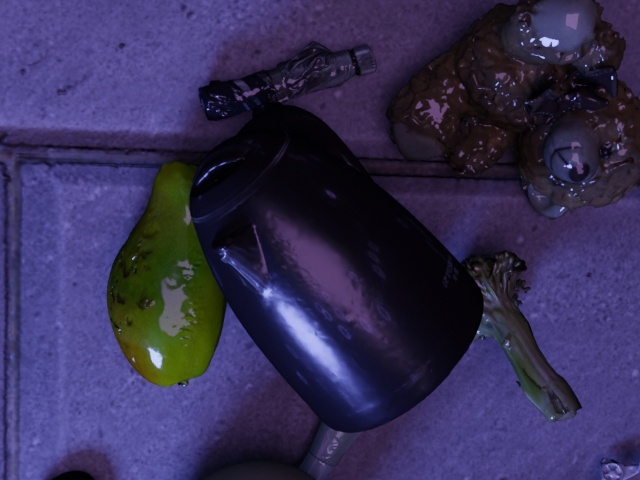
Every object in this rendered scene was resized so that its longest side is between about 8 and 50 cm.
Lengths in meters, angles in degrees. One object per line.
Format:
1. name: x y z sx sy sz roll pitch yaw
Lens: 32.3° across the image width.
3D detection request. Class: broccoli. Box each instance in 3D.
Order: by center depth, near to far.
1. broccoli: 0.204 0.107 1.181 0.118 0.122 0.204 -26 60 -9

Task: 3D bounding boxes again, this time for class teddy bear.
1. teddy bear: 0.236 -0.131 1.151 0.256 0.156 0.267 46 130 -15

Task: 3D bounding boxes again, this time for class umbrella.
1. umbrella: -0.034 -0.169 1.145 0.188 0.046 0.050 -17 120 -7

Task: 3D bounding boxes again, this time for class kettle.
1. kettle: 0.000 0.000 1.096 0.207 0.268 0.290 -31 110 33

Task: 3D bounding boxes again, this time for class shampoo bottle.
1. shampoo bottle: 0.035 0.189 1.235 0.069 0.041 0.190 28 95 -13

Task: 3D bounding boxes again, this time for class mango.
1. mango: -0.155 0.034 1.134 0.125 0.111 0.232 1 98 -14

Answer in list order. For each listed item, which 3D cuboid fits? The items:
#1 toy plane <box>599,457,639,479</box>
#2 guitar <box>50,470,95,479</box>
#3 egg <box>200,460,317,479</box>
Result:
1. toy plane: 0.292 0.364 1.279 0.107 0.182 0.273 23 96 18
2. guitar: -0.221 0.375 1.226 0.084 0.038 0.271 -35 103 -1
3. egg: -0.091 0.345 1.168 0.254 0.188 0.188 -37 105 1
